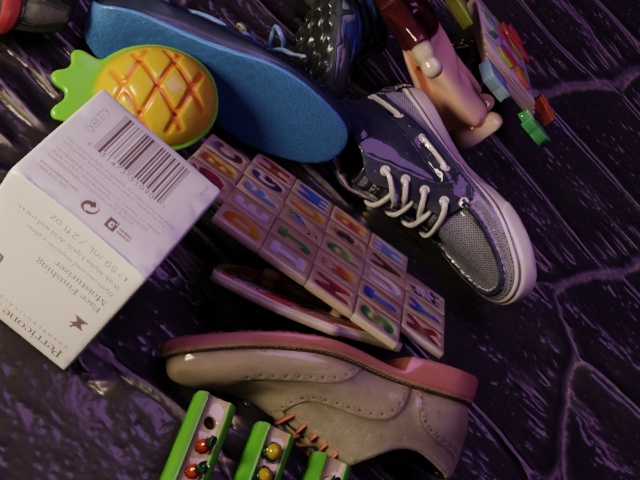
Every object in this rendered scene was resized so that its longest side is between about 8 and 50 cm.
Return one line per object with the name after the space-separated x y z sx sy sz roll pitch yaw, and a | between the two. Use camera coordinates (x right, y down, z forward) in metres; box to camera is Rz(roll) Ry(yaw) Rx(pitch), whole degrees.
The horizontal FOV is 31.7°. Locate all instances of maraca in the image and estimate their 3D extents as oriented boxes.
-0.206 -0.159 1.259 0.186 0.099 0.127 0 76 -13 | maraca

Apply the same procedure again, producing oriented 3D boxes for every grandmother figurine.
0.129 -0.279 1.517 0.342 0.104 0.208 52 9 -29 | grandmother figurine

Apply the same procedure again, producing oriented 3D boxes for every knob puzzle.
-0.028 0.054 1.192 0.213 0.030 0.213 22 6 -3 | knob puzzle

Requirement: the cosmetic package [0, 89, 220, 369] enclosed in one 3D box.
-0.224 -0.008 1.059 0.151 0.184 0.151 40 42 -6 | cosmetic package

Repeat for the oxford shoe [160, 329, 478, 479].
0.002 0.170 1.152 0.348 0.123 0.130 12 76 -17 | oxford shoe

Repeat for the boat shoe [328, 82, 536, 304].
0.123 -0.050 1.427 0.158 0.127 0.340 -13 59 -37 | boat shoe

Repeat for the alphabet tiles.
0.000 0.000 1.259 0.342 0.011 0.285 35 18 -5 | alphabet tiles

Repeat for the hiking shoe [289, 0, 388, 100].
0.042 -0.287 1.541 0.132 0.113 0.304 27 47 -24 | hiking shoe

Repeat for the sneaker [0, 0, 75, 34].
-0.345 -0.344 1.291 0.135 0.097 0.276 5 58 -35 | sneaker

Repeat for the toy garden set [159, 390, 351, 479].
-0.039 0.279 1.057 0.244 0.049 0.204 30 56 -15 | toy garden set

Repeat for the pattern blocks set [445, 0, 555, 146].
0.273 -0.280 1.690 0.285 0.026 0.325 37 31 -40 | pattern blocks set

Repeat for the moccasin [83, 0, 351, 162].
-0.108 -0.219 1.353 0.342 0.138 0.117 31 36 -15 | moccasin

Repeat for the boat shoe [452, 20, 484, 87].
0.223 -0.292 1.734 0.042 0.049 0.133 22 51 -35 | boat shoe
